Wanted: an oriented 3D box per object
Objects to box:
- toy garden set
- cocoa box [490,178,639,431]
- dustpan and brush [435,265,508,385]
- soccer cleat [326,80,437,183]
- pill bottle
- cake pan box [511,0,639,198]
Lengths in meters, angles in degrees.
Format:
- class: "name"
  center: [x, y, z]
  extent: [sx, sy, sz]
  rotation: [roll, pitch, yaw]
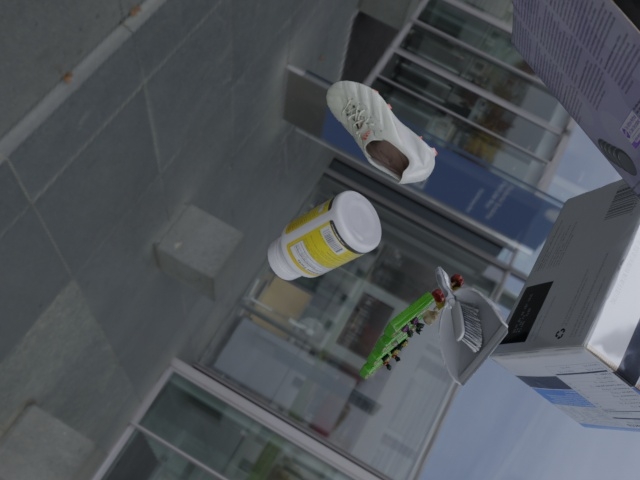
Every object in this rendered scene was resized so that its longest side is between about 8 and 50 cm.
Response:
- class: "toy garden set"
  center: [0.191, 0.180, 1.278]
  extent: [0.204, 0.049, 0.244]
  rotation: [-33, 159, -28]
- class: "cocoa box"
  center: [0.485, 0.101, 1.018]
  extent: [0.347, 0.228, 0.231]
  rotation: [-56, -171, -21]
- class: "dustpan and brush"
  center: [0.233, 0.118, 1.074]
  extent: [0.211, 0.060, 0.147]
  rotation: [-88, -158, -55]
- class: "soccer cleat"
  center: [0.069, -0.148, 0.846]
  extent: [0.076, 0.196, 0.068]
  rotation: [-25, 150, -40]
- class: "pill bottle"
  center: [0.000, 0.000, 0.652]
  extent: [0.116, 0.065, 0.065]
  rotation: [-27, -163, 39]
- class: "cake pan box"
  center: [0.258, -0.153, 0.537]
  extent: [0.070, 0.246, 0.267]
  rotation: [-37, 164, 8]
